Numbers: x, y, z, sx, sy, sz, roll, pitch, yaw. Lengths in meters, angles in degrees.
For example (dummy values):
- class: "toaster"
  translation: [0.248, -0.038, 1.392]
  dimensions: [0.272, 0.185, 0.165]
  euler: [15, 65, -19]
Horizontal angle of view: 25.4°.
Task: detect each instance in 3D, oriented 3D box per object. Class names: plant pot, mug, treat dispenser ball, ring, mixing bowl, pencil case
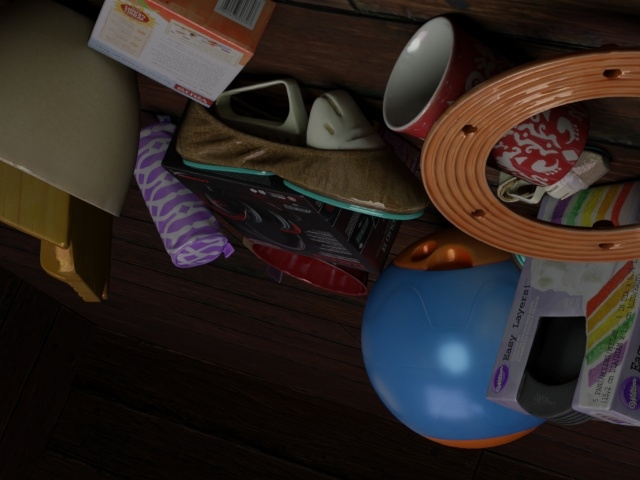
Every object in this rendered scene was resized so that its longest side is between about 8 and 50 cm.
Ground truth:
- class: "plant pot"
  translation: [-0.323, -0.174, 1.658]
  dimensions: [0.284, 0.191, 0.284]
  euler: [26, 178, 1]
- class: "mug"
  translation: [0.159, -0.136, 1.341]
  dimensions: [0.169, 0.150, 0.113]
  euler: [23, 131, -23]
- class: "treat dispenser ball"
  translation: [0.196, 0.124, 1.834]
  dimensions: [0.288, 0.288, 0.288]
  euler: [21, 167, 5]
- class: "ring"
  translation: [0.257, -0.074, 1.270]
  dimensions: [0.336, 0.032, 0.337]
  euler: [2, 149, 1]
- class: "mixing bowl"
  translation: [0.000, 0.000, 2.065]
  dimensions: [0.181, 0.098, 0.181]
  euler: [21, 166, 5]
- class: "pencil case"
  translation: [-0.195, -0.064, 1.923]
  dimensions: [0.088, 0.206, 0.086]
  euler: [-2, 151, -43]

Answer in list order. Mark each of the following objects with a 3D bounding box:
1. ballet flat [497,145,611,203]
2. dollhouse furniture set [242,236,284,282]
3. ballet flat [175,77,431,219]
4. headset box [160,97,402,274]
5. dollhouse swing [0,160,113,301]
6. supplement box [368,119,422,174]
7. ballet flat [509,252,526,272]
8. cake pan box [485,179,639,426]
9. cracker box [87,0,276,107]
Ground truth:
- class: "ballet flat"
  translation: [0.249, -0.064, 1.523]
  dimensions: [0.057, 0.052, 0.168]
  euler: [28, 165, -23]
- class: "dollhouse furniture set"
  translation: [-0.064, -0.005, 2.341]
  dimensions: [0.081, 0.091, 0.114]
  euler: [-18, -136, -39]
- class: "ballet flat"
  translation: [-0.024, -0.119, 1.609]
  dimensions: [0.342, 0.124, 0.116]
  euler: [17, -159, 35]
- class: "headset box"
  translation: [-0.035, -0.064, 1.843]
  dimensions: [0.218, 0.110, 0.293]
  euler: [14, 164, 29]
- class: "dollhouse swing"
  translation: [-0.494, -0.083, 2.164]
  dimensions: [0.304, 0.315, 0.347]
  euler: [1, 166, 1]
- class: "supplement box"
  translation: [0.070, -0.104, 1.670]
  dimensions: [0.083, 0.043, 0.055]
  euler: [30, 163, -32]
- class: "ballet flat"
  translation: [0.363, 0.052, 1.724]
  dimensions: [0.280, 0.095, 0.096]
  euler: [20, 177, 9]
- class: "cake pan box"
  translation: [0.295, 0.071, 1.523]
  dimensions: [0.070, 0.267, 0.245]
  euler: [22, 170, -20]
- class: "cracker box"
  translation: [-0.151, -0.227, 1.492]
  dimensions: [0.155, 0.067, 0.232]
  euler: [26, 165, -11]
